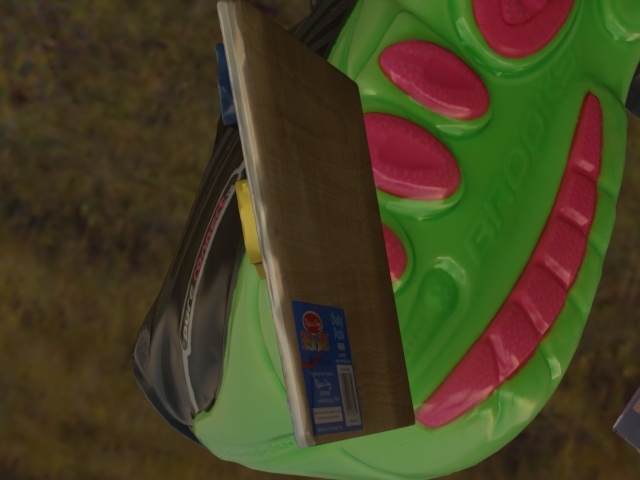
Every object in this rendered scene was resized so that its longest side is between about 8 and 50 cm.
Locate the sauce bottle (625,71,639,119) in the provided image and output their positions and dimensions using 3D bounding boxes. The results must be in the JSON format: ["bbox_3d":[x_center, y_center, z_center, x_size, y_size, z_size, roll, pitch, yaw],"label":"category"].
[{"bbox_3d":[0.280,-0.208,1.071,0.111,0.111,0.344,21,133,-6],"label":"sauce bottle"}]

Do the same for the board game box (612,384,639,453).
[{"bbox_3d":[0.224,0.037,0.917,0.048,0.141,0.170,42,160,13],"label":"board game box"}]

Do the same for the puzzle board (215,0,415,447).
[{"bbox_3d":[0.000,0.000,0.438,0.011,0.096,0.128,-11,174,12],"label":"puzzle board"}]

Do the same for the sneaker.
[{"bbox_3d":[0.062,-0.098,0.791,0.202,0.483,0.185,-19,117,49],"label":"sneaker"}]
